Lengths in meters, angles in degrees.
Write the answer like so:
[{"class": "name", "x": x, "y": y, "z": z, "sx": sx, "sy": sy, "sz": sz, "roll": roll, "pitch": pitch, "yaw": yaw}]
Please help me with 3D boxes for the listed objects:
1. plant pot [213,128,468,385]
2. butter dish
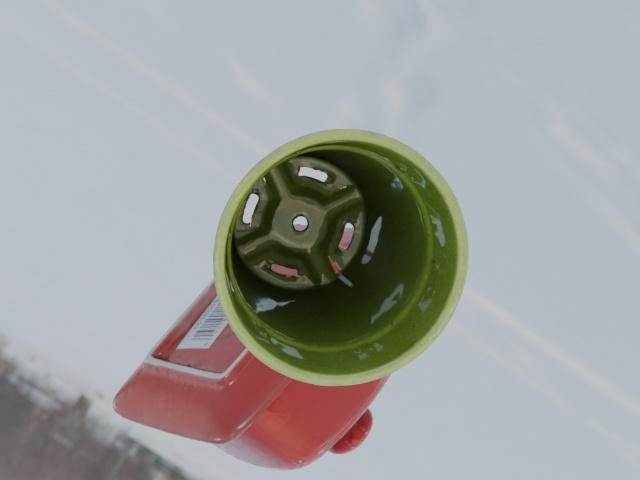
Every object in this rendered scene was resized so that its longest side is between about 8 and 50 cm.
[{"class": "plant pot", "x": 0.000, "y": 0.000, "z": 0.563, "sx": 0.083, "sy": 0.083, "sz": 0.079, "roll": 34, "pitch": -179, "yaw": -14}, {"class": "butter dish", "x": -0.014, "y": 0.077, "z": 0.959, "sx": 0.118, "sy": 0.160, "sz": 0.160, "roll": 50, "pitch": 158, "yaw": -24}]
